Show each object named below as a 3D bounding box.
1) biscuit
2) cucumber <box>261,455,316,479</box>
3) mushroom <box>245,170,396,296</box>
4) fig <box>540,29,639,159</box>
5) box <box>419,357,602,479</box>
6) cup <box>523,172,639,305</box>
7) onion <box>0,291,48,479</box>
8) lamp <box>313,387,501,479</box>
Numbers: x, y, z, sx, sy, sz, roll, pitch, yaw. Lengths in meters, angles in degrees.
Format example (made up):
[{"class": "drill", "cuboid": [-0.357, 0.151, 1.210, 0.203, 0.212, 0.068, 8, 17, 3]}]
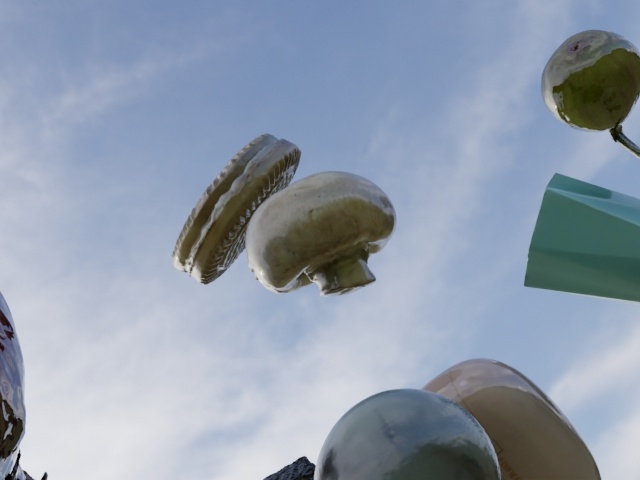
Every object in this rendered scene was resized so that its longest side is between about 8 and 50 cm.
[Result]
[{"class": "biscuit", "cuboid": [-0.121, -0.045, 1.264, 0.259, 0.079, 0.259, -55, -2, -3]}, {"class": "cucumber", "cuboid": [-0.069, 0.248, 0.792, 0.163, 0.043, 0.039, -25, -27, -20]}, {"class": "mushroom", "cuboid": [0.000, 0.000, 0.920, 0.166, 0.127, 0.166, -17, -15, -5]}, {"class": "fig", "cuboid": [0.413, -0.220, 1.295, 0.186, 0.148, 0.142, 37, -107, -47]}, {"class": "box", "cuboid": [0.168, 0.204, 0.822, 0.146, 0.200, 0.088, -40, 9, 13]}, {"class": "cup", "cuboid": [0.376, 0.013, 1.056, 0.148, 0.235, 0.134, -39, -42, -57]}, {"class": "onion", "cuboid": [-0.349, 0.183, 0.716, 0.285, 0.348, 0.347, 34, -74, -28]}, {"class": "lamp", "cuboid": [0.046, 0.134, 0.482, 0.105, 0.105, 0.105, -23, -39, -19]}]
